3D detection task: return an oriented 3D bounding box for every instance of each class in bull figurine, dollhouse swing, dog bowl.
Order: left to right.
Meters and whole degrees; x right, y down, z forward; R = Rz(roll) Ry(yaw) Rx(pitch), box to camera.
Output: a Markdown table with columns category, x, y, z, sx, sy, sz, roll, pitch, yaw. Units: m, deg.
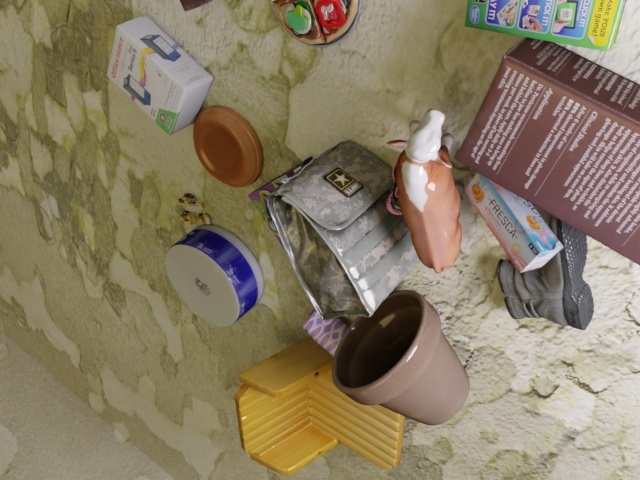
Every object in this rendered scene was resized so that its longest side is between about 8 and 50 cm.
| category | x | y | z | sx | sy | sz | roll | pitch | yaw |
| --- | --- | --- | --- | --- | --- | --- | --- | --- | --- |
| dog bowl | -0.285 | 0.095 | 1.647 | 0.264 | 0.104 | 0.265 | 21 | 131 | 26 |
| dollhouse swing | -0.001 | 0.489 | 1.593 | 0.305 | 0.315 | 0.347 | 38 | 140 | 40 |
| bull figurine | 0.186 | -0.095 | 1.046 | 0.101 | 0.188 | 0.311 | 2 | 127 | 20 |

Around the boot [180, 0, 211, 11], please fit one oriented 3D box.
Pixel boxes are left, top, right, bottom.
| category | x | y | z | sx | sy | sz | roll | pitch | yaw |
| --- | --- | --- | --- | --- | --- | --- | --- | --- | --- |
| boot | -0.304 | -0.544 | 1.187 | 0.248 | 0.090 | 0.207 | -4 | 118 | 31 |

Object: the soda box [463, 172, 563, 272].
| category | x | y | z | sx | sy | sz | roll | pitch | yaw |
| --- | --- | --- | --- | --- | --- | --- | --- | --- | --- |
| soda box | 0.321 | -0.039 | 1.039 | 0.183 | 0.058 | 0.063 | 62 | 144 | 26 |

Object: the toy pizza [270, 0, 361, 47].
| category | x | y | z | sx | sy | sz | roll | pitch | yaw |
| --- | --- | --- | --- | --- | --- | --- | --- | --- | --- |
| toy pizza | -0.019 | -0.439 | 1.089 | 0.201 | 0.032 | 0.201 | 21 | 132 | 26 |

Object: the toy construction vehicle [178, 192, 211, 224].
| category | x | y | z | sx | sy | sz | roll | pitch | yaw |
| --- | --- | --- | --- | --- | --- | --- | --- | --- | --- |
| toy construction vehicle | -0.336 | -0.075 | 1.612 | 0.098 | 0.035 | 0.086 | 18 | 130 | 28 |

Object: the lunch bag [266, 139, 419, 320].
| category | x | y | z | sx | sy | sz | roll | pitch | yaw |
| --- | --- | --- | --- | --- | --- | --- | --- | --- | --- |
| lunch bag | 0.049 | -0.032 | 1.186 | 0.169 | 0.235 | 0.287 | -14 | 111 | 48 |

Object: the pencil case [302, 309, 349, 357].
| category | x | y | z | sx | sy | sz | roll | pitch | yaw |
| --- | --- | --- | --- | --- | --- | --- | --- | --- | --- |
| pencil case | 0.050 | 0.247 | 1.511 | 0.206 | 0.088 | 0.086 | 44 | 98 | 4 |

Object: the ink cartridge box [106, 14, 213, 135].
| category | x | y | z | sx | sy | sz | roll | pitch | yaw |
| --- | --- | --- | --- | --- | --- | --- | --- | --- | --- |
| ink cartridge box | -0.363 | -0.367 | 1.376 | 0.212 | 0.093 | 0.154 | 45 | 138 | 5 |

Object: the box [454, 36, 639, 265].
| category | x | y | z | sx | sy | sz | roll | pitch | yaw |
| --- | --- | --- | --- | --- | --- | --- | --- | --- | --- |
| box | 0.415 | -0.124 | 0.899 | 0.381 | 0.143 | 0.191 | 35 | 136 | 16 |

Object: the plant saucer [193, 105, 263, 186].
| category | x | y | z | sx | sy | sz | roll | pitch | yaw |
| --- | --- | --- | --- | --- | --- | --- | --- | --- | --- |
| plant saucer | -0.221 | -0.209 | 1.419 | 0.199 | 0.037 | 0.200 | 22 | 132 | 26 |

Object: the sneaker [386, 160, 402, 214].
| category | x | y | z | sx | sy | sz | roll | pitch | yaw |
| --- | --- | --- | --- | --- | --- | --- | --- | --- | --- |
| sneaker | 0.155 | -0.108 | 1.137 | 0.047 | 0.119 | 0.057 | 11 | 158 | 0 |

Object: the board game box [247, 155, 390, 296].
| category | x | y | z | sx | sy | sz | roll | pitch | yaw |
| --- | --- | --- | --- | --- | --- | --- | --- | --- | --- |
| board game box | 0.000 | 0.000 | 1.392 | 0.208 | 0.056 | 0.347 | -24 | 103 | 42 |

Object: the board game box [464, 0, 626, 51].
| category | x | y | z | sx | sy | sz | roll | pitch | yaw |
| --- | --- | --- | --- | --- | --- | --- | --- | --- | --- |
| board game box | 0.319 | -0.430 | 0.816 | 0.213 | 0.046 | 0.317 | 21 | 132 | 27 |

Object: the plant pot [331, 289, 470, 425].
| category | x | y | z | sx | sy | sz | roll | pitch | yaw |
| --- | --- | --- | --- | --- | --- | --- | --- | --- | --- |
| plant pot | 0.190 | 0.275 | 1.319 | 0.229 | 0.263 | 0.263 | 43 | 140 | -21 |

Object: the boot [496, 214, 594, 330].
| category | x | y | z | sx | sy | sz | roll | pitch | yaw |
| --- | --- | --- | --- | --- | --- | --- | --- | --- | --- |
| boot | 0.384 | 0.051 | 1.099 | 0.161 | 0.083 | 0.247 | 6 | 123 | 42 |
